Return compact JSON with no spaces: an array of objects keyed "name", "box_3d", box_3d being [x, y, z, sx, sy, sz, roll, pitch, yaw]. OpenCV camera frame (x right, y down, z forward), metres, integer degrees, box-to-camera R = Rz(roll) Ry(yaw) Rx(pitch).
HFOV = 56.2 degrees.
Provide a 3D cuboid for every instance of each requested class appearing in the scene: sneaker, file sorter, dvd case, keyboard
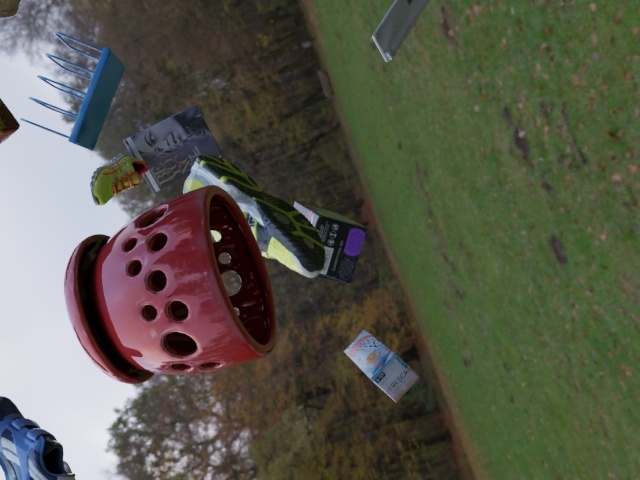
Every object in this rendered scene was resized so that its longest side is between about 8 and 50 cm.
[{"name":"sneaker","box_3d":[-0.151,-0.034,1.346,0.385,0.147,0.145,39,-160,18]},{"name":"file sorter","box_3d":[-0.435,-0.261,1.056,0.118,0.105,0.170,-158,89,-84]},{"name":"sneaker","box_3d":[-0.514,-0.159,1.545,0.208,0.094,0.081,-71,-14,-48]},{"name":"dvd case","box_3d":[-0.402,-0.251,1.651,0.164,0.221,0.018,64,180,-15]},{"name":"keyboard","box_3d":[0.180,-0.470,1.175,0.014,0.256,0.072,19,162,45]},{"name":"sneaker","box_3d":[-0.310,0.220,0.642,0.144,0.059,0.053,49,179,20]}]

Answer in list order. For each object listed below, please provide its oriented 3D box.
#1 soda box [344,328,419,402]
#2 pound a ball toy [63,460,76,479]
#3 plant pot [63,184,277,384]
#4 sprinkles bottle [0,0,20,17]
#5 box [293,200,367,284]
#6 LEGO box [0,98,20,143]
[{"name":"soda box","box_3d":[0.100,0.208,1.021,0.063,0.058,0.183,44,174,-11]},{"name":"pound a ball toy","box_3d":[-0.702,0.642,1.501,0.135,0.208,0.319,-70,-18,-53]},{"name":"plant pot","box_3d":[-0.157,0.057,0.642,0.191,0.174,0.191,-21,-90,-83]},{"name":"sprinkles bottle","box_3d":[-0.567,-0.592,1.129,0.121,0.355,0.121,32,-146,-26]},{"name":"box","box_3d":[0.000,0.000,1.664,0.270,0.144,0.165,-145,71,-70]},{"name":"LEGO box","box_3d":[-0.919,-0.181,1.176,0.193,0.373,0.500,56,-165,-8]}]
